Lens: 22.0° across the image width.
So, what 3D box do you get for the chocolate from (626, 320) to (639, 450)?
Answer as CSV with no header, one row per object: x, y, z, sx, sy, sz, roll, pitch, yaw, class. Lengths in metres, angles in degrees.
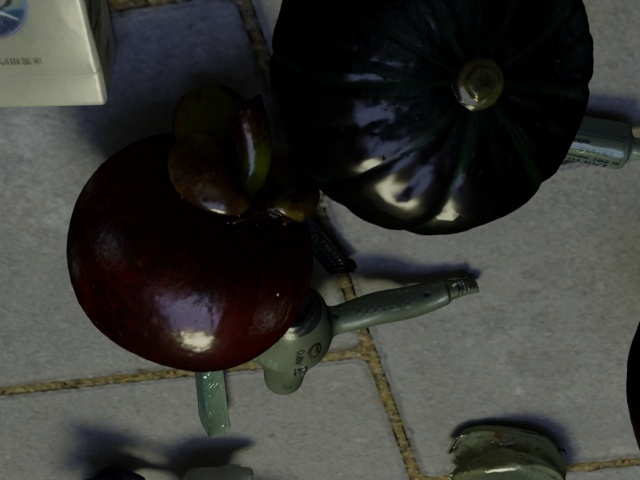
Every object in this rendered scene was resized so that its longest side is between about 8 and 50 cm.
0.455,0.132,1.446,0.384,0.383,0.331,-17,122,22,chocolate

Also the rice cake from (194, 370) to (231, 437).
-0.115,0.139,1.695,0.030,0.042,0.180,-19,142,-14,rice cake

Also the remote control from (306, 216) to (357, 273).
0.000,0.000,1.538,0.034,0.016,0.091,-5,141,34,remote control

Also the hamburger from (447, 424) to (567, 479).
0.204,0.258,1.790,0.133,0.062,0.140,-6,141,16,hamburger

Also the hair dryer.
0.014,0.092,1.607,0.225,0.088,0.219,-6,159,-28,hair dryer

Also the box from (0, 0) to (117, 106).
-0.259,-0.216,1.264,0.164,0.069,0.256,-1,138,5,box

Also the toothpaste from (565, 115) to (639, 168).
0.180,-0.093,1.405,0.218,0.041,0.064,9,145,-1,toothpaste

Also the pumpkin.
0.071,-0.133,1.253,0.248,0.248,0.248,2,139,2,pumpkin

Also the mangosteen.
-0.099,-0.017,1.393,0.215,0.215,0.257,16,117,-14,mangosteen

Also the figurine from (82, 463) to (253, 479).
-0.080,0.343,1.849,0.421,0.154,0.193,24,112,-15,figurine
